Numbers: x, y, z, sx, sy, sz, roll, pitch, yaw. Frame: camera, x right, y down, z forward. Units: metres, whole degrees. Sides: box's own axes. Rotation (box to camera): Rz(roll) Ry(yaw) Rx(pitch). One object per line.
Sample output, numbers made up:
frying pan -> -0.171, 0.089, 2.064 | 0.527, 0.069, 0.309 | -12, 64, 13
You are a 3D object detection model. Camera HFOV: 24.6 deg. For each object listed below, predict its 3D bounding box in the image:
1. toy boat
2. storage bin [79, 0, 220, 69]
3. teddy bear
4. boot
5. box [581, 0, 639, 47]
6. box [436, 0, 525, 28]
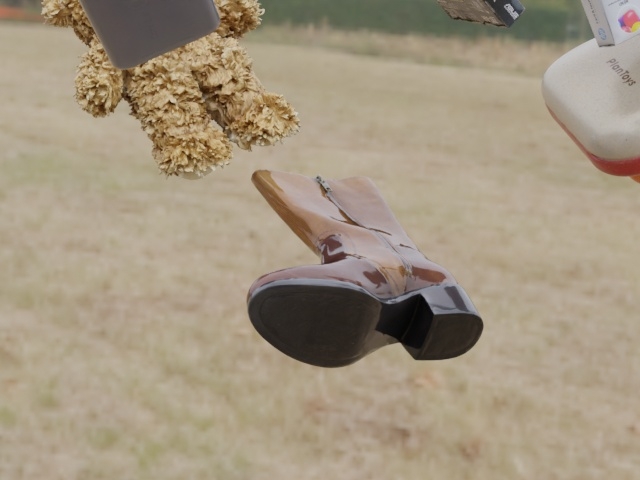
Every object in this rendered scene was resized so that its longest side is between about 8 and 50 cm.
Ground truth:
toy boat -> 0.335, -0.123, 1.551 | 0.151, 0.151, 0.231 | -26, 34, 1
storage bin -> -0.086, -0.145, 0.655 | 0.098, 0.091, 0.135 | -24, -19, -3
teddy bear -> -0.166, -0.204, 1.608 | 0.245, 0.113, 0.338 | -15, 58, -9
boot -> 0.000, 0.000, 1.466 | 0.264, 0.096, 0.280 | -1, 36, -30
box -> 0.316, -0.310, 1.490 | 0.145, 0.186, 0.038 | -27, 11, -15
box -> 0.091, -0.173, 0.974 | 0.067, 0.018, 0.083 | 45, -7, -24
